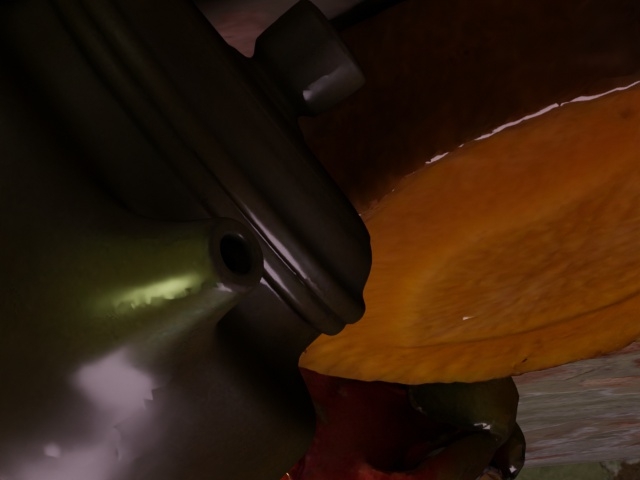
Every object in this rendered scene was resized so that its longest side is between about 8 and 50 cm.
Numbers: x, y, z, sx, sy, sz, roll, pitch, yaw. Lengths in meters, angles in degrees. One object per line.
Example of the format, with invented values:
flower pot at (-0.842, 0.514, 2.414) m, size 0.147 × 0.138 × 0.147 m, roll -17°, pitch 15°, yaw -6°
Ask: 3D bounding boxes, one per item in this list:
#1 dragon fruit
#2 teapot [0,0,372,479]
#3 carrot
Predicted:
dragon fruit at (-0.027, 0.130, 1.096) m, size 0.307 × 0.243 × 0.227 m, roll -43°, pitch 163°, yaw -34°
teapot at (-0.064, -0.009, 0.531) m, size 0.175 × 0.185 × 0.267 m, roll -36°, pitch -162°, yaw 2°
carrot at (0.098, -0.025, 0.683) m, size 0.258 × 0.100 × 0.307 m, roll -9°, pitch 165°, yaw -12°
